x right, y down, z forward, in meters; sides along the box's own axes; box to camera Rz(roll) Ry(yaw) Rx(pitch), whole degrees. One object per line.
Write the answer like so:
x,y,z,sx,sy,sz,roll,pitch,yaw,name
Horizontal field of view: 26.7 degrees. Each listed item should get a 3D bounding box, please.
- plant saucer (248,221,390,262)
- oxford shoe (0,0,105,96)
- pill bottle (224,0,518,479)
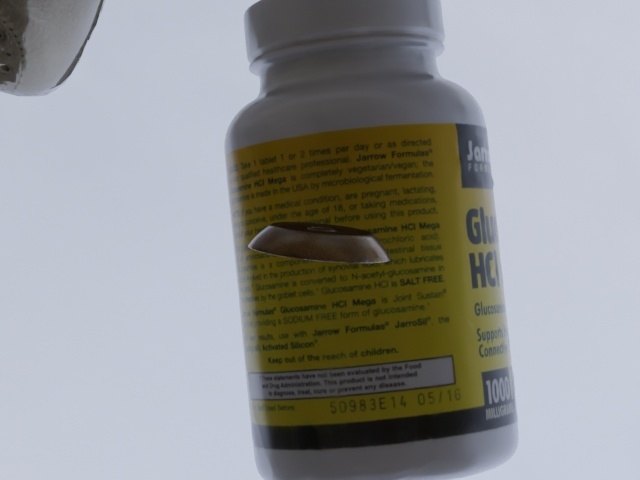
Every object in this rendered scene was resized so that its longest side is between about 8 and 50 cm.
0.000,0.000,0.783,0.083,0.015,0.083,5,-174,-1,plant saucer
-0.183,-0.162,0.426,0.123,0.130,0.348,-16,-137,-39,oxford shoe
0.032,-0.003,0.949,0.187,0.334,0.188,-6,178,0,pill bottle
